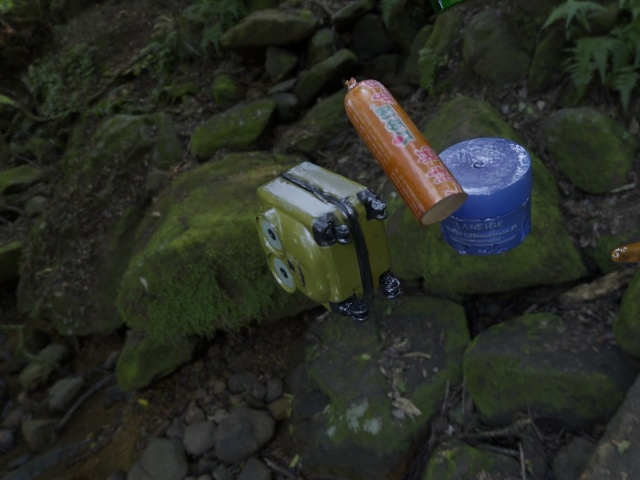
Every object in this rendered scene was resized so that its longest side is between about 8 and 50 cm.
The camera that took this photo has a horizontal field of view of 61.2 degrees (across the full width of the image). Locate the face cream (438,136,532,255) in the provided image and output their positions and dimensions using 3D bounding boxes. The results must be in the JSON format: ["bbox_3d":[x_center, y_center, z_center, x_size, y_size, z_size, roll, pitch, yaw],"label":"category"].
[{"bbox_3d":[0.426,-0.112,1.419,0.249,0.225,0.248,-14,40,12],"label":"face cream"}]

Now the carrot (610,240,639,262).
[{"bbox_3d":[0.649,0.016,1.063,0.210,0.061,0.061,-10,21,-22],"label":"carrot"}]

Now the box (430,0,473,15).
[{"bbox_3d":[0.266,-0.460,0.852,0.235,0.132,0.034,-23,6,-7],"label":"box"}]

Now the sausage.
[{"bbox_3d":[0.131,-0.174,0.949,0.093,0.093,0.312,-30,69,0],"label":"sausage"}]

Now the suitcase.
[{"bbox_3d":[0.000,0.000,0.850,0.143,0.193,0.235,-33,39,-23],"label":"suitcase"}]
